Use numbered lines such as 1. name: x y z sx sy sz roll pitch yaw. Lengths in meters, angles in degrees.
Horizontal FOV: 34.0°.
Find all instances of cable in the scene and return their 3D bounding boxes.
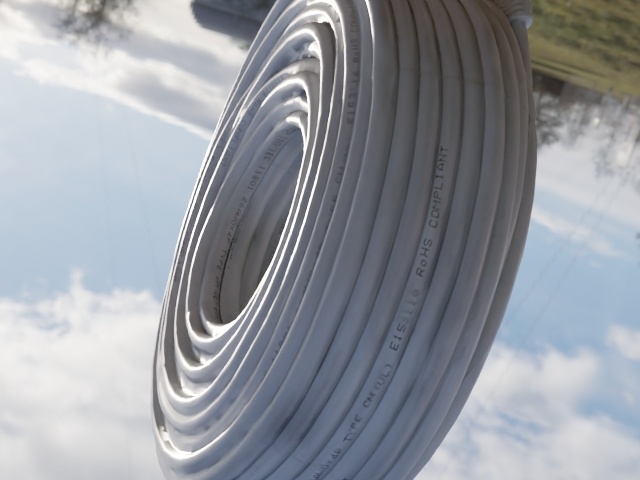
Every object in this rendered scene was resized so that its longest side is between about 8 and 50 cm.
1. cable: 0.000 0.000 0.476 0.089 0.257 0.257 20 -137 -20
